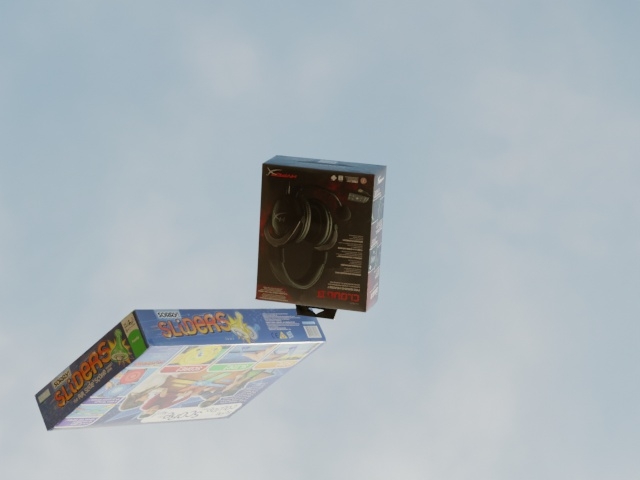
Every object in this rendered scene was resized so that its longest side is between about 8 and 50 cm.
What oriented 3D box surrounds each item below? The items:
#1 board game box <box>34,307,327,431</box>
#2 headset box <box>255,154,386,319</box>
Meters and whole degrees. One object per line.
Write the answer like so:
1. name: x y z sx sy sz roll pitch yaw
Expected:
1. board game box: -0.109 0.102 1.485 0.136 0.201 0.035 -39 -116 33
2. headset box: 0.000 0.000 0.984 0.062 0.032 0.083 7 -78 13
